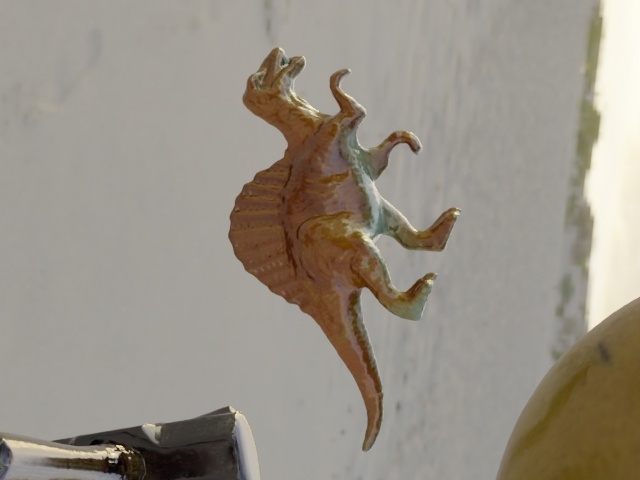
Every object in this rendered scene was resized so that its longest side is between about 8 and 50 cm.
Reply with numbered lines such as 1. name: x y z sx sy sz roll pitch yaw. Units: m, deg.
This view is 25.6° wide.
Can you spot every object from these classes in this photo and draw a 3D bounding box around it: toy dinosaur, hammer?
1. toy dinosaur: 0.000 -0.002 0.805 0.057 0.142 0.212 86 22 -75
2. hammer: -0.211 0.187 1.177 0.409 0.243 0.095 47 31 -73

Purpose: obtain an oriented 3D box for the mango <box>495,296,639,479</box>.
1. mango: 0.227 0.099 0.666 0.211 0.317 0.173 -91 156 -44
